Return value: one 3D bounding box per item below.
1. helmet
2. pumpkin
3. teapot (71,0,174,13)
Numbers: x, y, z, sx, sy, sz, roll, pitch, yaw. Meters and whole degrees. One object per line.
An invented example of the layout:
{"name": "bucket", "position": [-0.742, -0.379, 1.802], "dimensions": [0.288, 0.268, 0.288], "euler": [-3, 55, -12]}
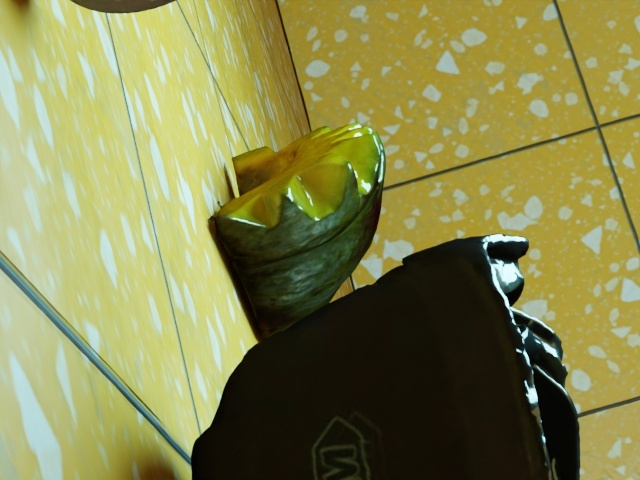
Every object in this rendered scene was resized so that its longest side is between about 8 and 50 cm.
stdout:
{"name": "helmet", "position": [0.029, 0.124, 0.732], "dimensions": [0.305, 0.177, 0.225], "euler": [52, 30, -66]}
{"name": "pumpkin", "position": [0.000, 0.000, 1.283], "dimensions": [0.254, 0.130, 0.149], "euler": [-97, 170, -79]}
{"name": "teapot", "position": [-0.097, -0.189, 0.731], "dimensions": [0.146, 0.116, 0.148], "euler": [52, 24, -54]}
